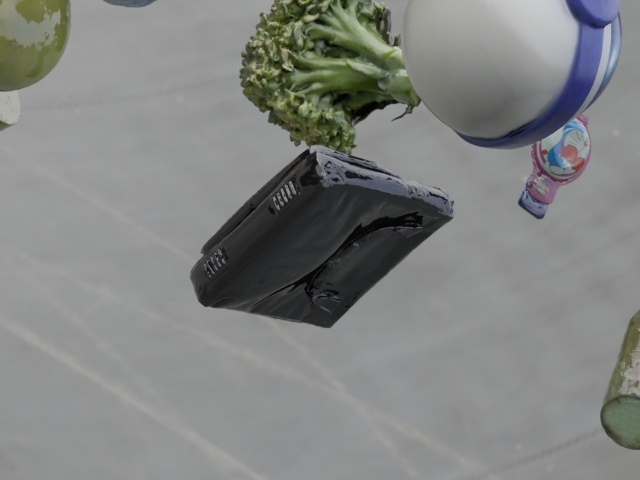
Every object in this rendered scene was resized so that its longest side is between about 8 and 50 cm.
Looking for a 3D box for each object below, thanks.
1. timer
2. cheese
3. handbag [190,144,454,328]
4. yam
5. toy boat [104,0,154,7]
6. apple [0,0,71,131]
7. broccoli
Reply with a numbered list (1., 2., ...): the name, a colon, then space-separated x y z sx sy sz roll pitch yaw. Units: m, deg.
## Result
1. timer: 0.106 -0.244 1.023 0.270 0.270 0.383 14 66 -53
2. cheese: 0.286 -0.097 1.921 0.095 0.145 0.038 32 -10 -28
3. handbag: 0.000 0.000 1.910 0.244 0.275 0.088 14 43 -39
4. yam: 0.315 0.124 1.506 0.069 0.146 0.070 18 -27 9
5. toy boat: -0.172 -0.367 1.751 0.123 0.215 0.330 18 22 1
6. apple: -0.415 -0.243 1.682 0.292 0.292 0.254 8 52 -59
7. broccoli: 0.000 -0.235 2.020 0.180 0.242 0.273 16 2 -35
